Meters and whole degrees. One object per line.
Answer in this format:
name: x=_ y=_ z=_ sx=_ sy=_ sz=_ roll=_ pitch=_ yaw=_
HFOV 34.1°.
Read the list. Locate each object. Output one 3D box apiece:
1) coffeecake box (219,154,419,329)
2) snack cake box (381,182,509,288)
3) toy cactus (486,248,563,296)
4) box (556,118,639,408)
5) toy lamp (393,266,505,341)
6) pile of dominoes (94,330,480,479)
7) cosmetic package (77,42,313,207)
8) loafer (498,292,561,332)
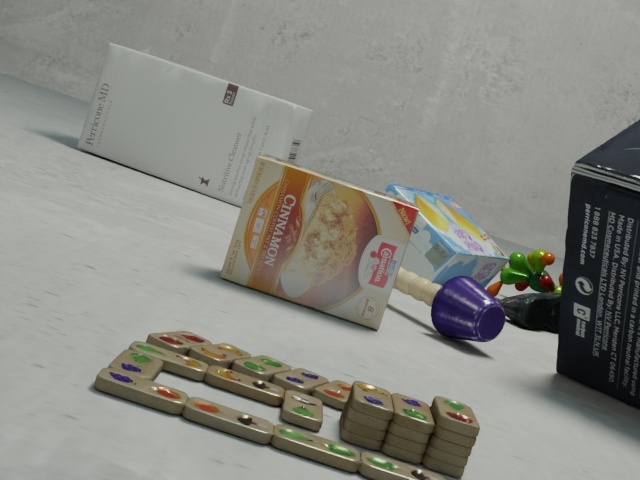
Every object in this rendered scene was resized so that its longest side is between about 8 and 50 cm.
coffeecake box: x=0.000 y=0.000 z=1.161 sx=0.185 sy=0.142 sz=0.068 roll=18 pitch=7 yaw=1
snack cake box: x=0.180 y=0.003 z=1.622 sx=0.152 sy=0.089 sz=0.264 roll=47 pitch=17 yaw=21
toy cactus: x=0.379 y=0.089 z=1.740 sx=0.180 sy=0.112 sz=0.219 roll=37 pitch=-6 yaw=-14
box: x=0.599 y=0.019 z=1.184 sx=0.471 sy=0.297 sz=0.480 roll=22 pitch=38 yaw=38
toy lamp: x=0.120 y=0.060 z=1.301 sx=0.080 sy=0.080 sz=0.274 roll=13 pitch=6 yaw=-37
pile of dominoes: x=-0.015 y=0.101 z=0.741 sx=0.251 sy=0.040 sz=0.196 roll=19 pitch=7 yaw=-1
cosmetic package: x=-0.232 y=-0.209 z=1.956 sx=0.384 sy=0.217 sz=0.156 roll=18 pitch=6 yaw=10
loafer: x=0.336 y=0.103 z=1.590 sx=0.061 sy=0.062 sz=0.170 roll=18 pitch=3 yaw=44
